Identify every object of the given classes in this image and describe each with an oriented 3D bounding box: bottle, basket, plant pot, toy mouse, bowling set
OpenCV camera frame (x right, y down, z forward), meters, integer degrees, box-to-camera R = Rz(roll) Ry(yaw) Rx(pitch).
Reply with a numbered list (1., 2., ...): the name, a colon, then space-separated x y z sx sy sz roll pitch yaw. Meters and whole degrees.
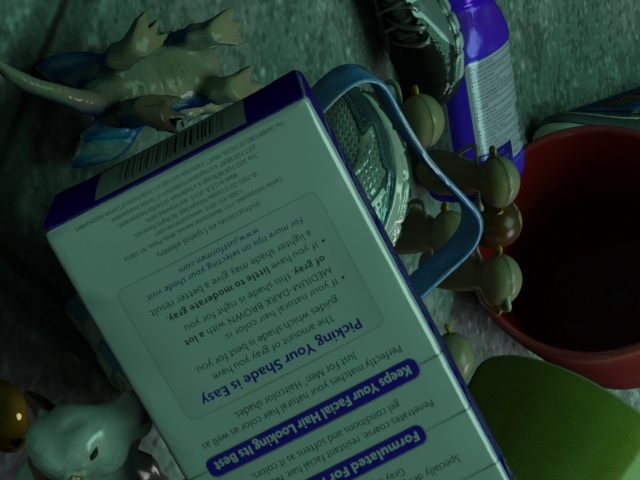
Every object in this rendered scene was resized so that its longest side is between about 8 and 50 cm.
1. bottle: 0.138 -0.183 1.718 0.118 0.092 0.283 -39 125 -50
2. basket: -0.019 0.031 1.292 0.289 0.201 0.255 -48 140 -3
3. plant pot: 0.194 0.313 1.727 0.293 0.275 0.275 -52 137 -23
4. toy mouse: -0.235 0.161 1.157 0.143 0.031 0.161 -54 136 -44
5. bowling set: 0.139 -0.020 1.613 0.200 0.154 0.287 -15 105 -33
6. plant pot: 0.318 0.039 1.908 0.243 0.275 0.275 49 51 -63

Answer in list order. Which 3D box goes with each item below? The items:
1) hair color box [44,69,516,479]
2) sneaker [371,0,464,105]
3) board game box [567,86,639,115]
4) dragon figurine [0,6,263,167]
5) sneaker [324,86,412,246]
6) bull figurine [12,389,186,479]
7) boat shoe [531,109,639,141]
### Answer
1. hair color box: -0.014 0.083 1.119 0.339 0.185 0.110 62 4 -14
2. sneaker: 0.056 -0.226 1.598 0.132 0.086 0.228 -25 104 -52
3. board game box: 0.419 -0.037 2.226 0.302 0.086 0.308 -20 110 -58
4. dragon figurine: -0.142 -0.105 1.223 0.289 0.144 0.085 -23 95 -48
5. sneaker: 0.000 0.000 1.481 0.122 0.110 0.283 9 84 -57
6. bull figurine: -0.148 0.233 1.181 0.188 0.101 0.310 6 110 -37
7. boat shoe: 0.400 -0.104 2.034 0.116 0.319 0.099 113 -14 -53
